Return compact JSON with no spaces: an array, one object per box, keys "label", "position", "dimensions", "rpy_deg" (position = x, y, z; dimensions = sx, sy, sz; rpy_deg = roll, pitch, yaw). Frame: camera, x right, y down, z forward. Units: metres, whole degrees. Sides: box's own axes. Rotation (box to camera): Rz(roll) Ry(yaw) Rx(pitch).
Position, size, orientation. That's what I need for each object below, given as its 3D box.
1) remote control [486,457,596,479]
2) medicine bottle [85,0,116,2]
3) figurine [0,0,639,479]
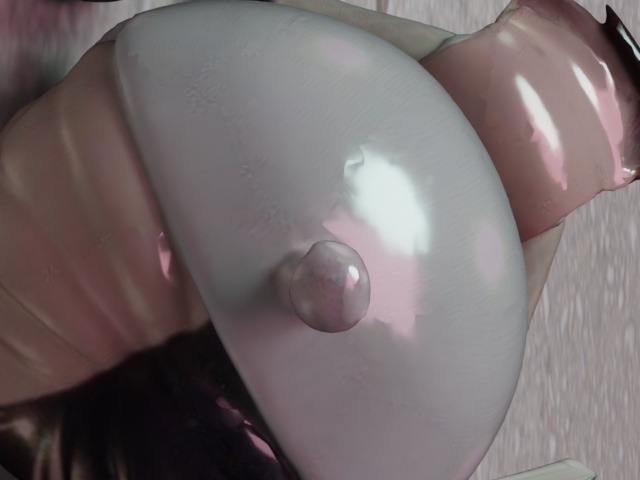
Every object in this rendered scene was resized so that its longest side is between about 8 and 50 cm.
[{"label":"remote control","position":[0.039,0.224,0.850],"dimensions":[0.103,0.055,0.277],"rpy_deg":[-1,123,-60]},{"label":"medicine bottle","position":[-0.028,-0.179,0.806],"dimensions":[0.135,0.215,0.135],"rpy_deg":[19,68,-58]},{"label":"figurine","position":[-0.006,-0.007,0.822],"dimensions":[0.253,0.211,0.361],"rpy_deg":[49,32,5]}]
